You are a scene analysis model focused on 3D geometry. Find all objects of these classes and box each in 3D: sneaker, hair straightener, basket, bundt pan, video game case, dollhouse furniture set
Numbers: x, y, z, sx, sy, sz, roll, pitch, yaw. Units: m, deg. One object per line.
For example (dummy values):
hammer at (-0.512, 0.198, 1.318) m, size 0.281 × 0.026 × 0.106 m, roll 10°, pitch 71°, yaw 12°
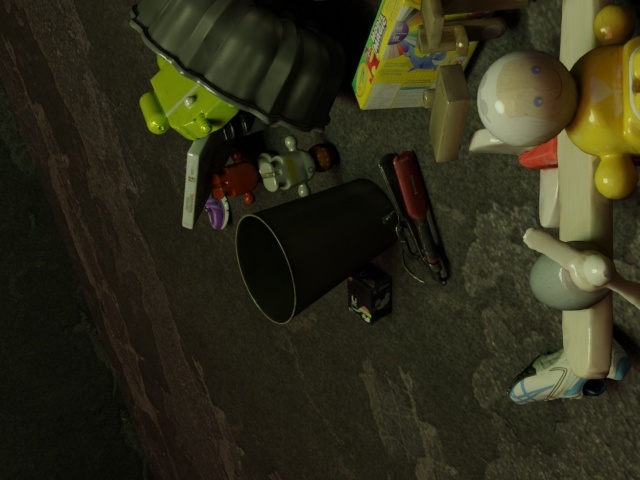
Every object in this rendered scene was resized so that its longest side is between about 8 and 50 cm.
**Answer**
sneaker at (-0.250, -0.099, 1.881) m, size 0.068 × 0.071 × 0.169 m, roll 11°, pitch 124°, yaw 54°
hair straightener at (0.140, -0.029, 1.361) m, size 0.089 × 0.047 × 0.230 m, roll 4°, pitch 122°, yaw 57°
basket at (0.000, 0.000, 1.408) m, size 0.154 × 0.227 × 0.204 m, roll 38°, pitch 144°, yaw 35°
sneaker at (0.330, 0.189, 1.198) m, size 0.086 × 0.085 × 0.237 m, roll 49°, pitch 152°, yaw 8°
bundt pan at (-0.098, -0.297, 1.263) m, size 0.331 × 0.331 × 0.124 m, roll 46°, pitch 114°, yaw 27°
video game case at (-0.196, -0.165, 1.607) m, size 0.026 × 0.227 × 0.206 m, roll 20°, pitch 143°, yaw 3°
dollhouse furniture set at (0.184, -0.195, 0.989) m, size 0.144 × 0.123 × 0.151 m, roll 89°, pitch 174°, yaw -61°

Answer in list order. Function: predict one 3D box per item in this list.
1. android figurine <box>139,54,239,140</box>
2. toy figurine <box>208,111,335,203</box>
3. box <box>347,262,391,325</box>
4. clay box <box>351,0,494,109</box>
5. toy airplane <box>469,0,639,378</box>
android figurine at (-0.204, -0.278, 1.503) m, size 0.056 × 0.248 × 0.272 m, roll 39°, pitch -163°, yaw -43°
toy figurine at (-0.078, -0.122, 1.526) m, size 0.213 × 0.148 × 0.209 m, roll 46°, pitch 142°, yaw 30°
box at (0.085, 0.092, 1.531) m, size 0.062 × 0.052 × 0.083 m, roll 34°, pitch 140°, yaw 38°
clay box at (0.130, -0.254, 1.083) m, size 0.222 × 0.128 × 0.053 m, roll 112°, pitch 146°, yaw -53°
toy airplane at (0.254, -0.124, 0.842) m, size 0.384 × 0.273 × 0.386 m, roll -66°, pitch 33°, yaw 36°
